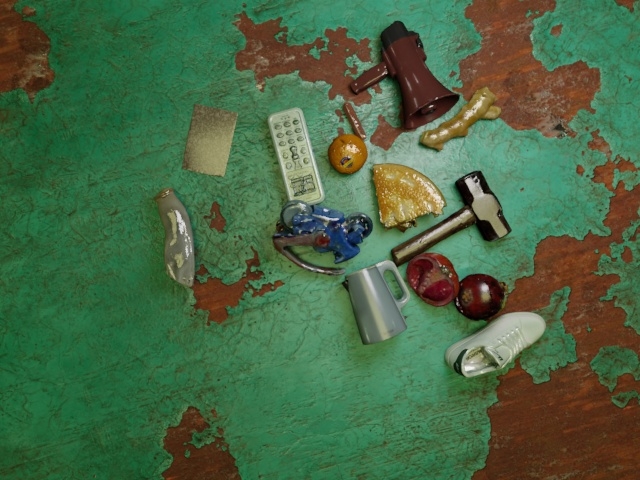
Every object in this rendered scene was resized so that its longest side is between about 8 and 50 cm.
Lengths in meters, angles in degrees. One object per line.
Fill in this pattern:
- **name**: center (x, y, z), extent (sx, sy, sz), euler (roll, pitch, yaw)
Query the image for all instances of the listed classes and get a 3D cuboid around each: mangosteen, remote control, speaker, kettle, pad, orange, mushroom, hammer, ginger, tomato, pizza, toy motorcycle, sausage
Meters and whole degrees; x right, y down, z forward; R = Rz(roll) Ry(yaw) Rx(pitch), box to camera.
- **mangosteen**: center (0.542, 0.193, 1.513), extent (0.180, 0.166, 0.166), euler (14, 92, -25)
- **remote control**: center (-0.083, -0.279, 1.551), extent (0.127, 0.065, 0.335), euler (-14, 91, 0)
- **speaker**: center (0.273, -0.533, 1.524), extent (0.259, 0.198, 0.330), euler (-40, 72, 41)
- **kettle**: center (0.201, 0.200, 1.524), extent (0.210, 0.160, 0.243), euler (-19, 86, -4)
- **pad**: center (-0.390, -0.350, 1.587), extent (0.158, 0.003, 0.235), euler (12, 92, 1)
- **orange**: center (0.092, -0.294, 1.522), extent (0.135, 0.118, 0.136), euler (6, 136, 6)
- **mushroom**: center (-0.496, -0.009, 1.559), extent (0.109, 0.097, 0.352), euler (-10, 88, -1)
- **hammer**: center (0.420, -0.040, 1.548), extent (0.408, 0.095, 0.242), euler (-30, 91, 7)
- **ginger**: center (0.469, -0.406, 1.534), extent (0.298, 0.065, 0.118), euler (-31, 103, 2)
- **tomato**: center (0.389, 0.122, 1.525), extent (0.099, 0.173, 0.189), euler (-30, 80, -39)
- **pizza**: center (0.274, -0.131, 1.524), extent (0.289, 0.081, 0.229), euler (30, 97, 16)
- **toy motorcycle**: center (0.002, -0.014, 1.530), extent (0.319, 0.241, 0.182), euler (12, 52, -3)
- **sausage**: center (0.117, -0.412, 1.558), extent (0.030, 0.035, 0.147), euler (-26, 89, 22)

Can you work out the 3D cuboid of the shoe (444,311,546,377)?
- **shoe**: center (0.601, 0.352, 1.508), extent (0.363, 0.160, 0.132), euler (-25, 93, 3)
